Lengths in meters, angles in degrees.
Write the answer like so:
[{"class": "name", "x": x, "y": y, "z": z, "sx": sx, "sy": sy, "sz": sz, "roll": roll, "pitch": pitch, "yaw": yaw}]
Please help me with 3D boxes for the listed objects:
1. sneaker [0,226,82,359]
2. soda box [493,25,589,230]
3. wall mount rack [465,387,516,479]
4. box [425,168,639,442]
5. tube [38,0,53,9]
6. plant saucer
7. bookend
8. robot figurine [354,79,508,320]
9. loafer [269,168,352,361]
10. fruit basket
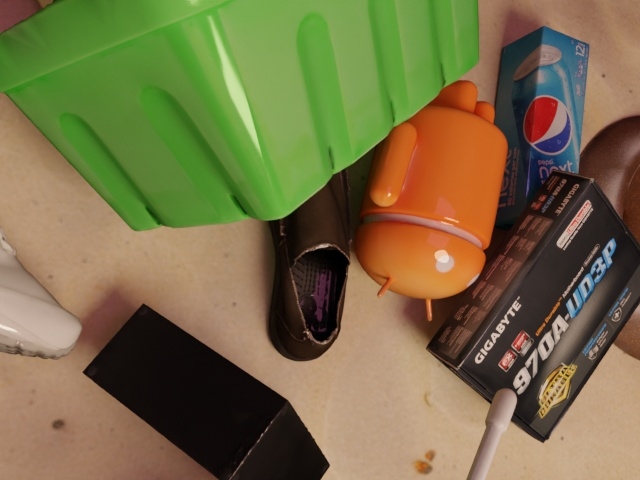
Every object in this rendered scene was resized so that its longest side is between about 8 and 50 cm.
[{"class": "sneaker", "x": -0.286, "y": -0.025, "z": 0.516, "sx": 0.297, "sy": 0.111, "sz": 0.129, "roll": 43, "pitch": 64, "yaw": -15}, {"class": "soda box", "x": 0.232, "y": -0.115, "z": 0.773, "sx": 0.067, "sy": 0.071, "sz": 0.210, "roll": 12, "pitch": 79, "yaw": -23}, {"class": "wall mount rack", "x": 0.018, "y": 0.256, "z": 0.545, "sx": 0.304, "sy": 0.350, "sz": 0.130, "roll": -12, "pitch": 54, "yaw": -23}, {"class": "box", "x": 0.227, "y": 0.068, "z": 0.710, "sx": 0.175, "sy": 0.051, "sz": 0.220, "roll": 42, "pitch": 82, "yaw": -34}, {"class": "tube", "x": -0.173, "y": -0.147, "z": 0.606, "sx": 0.062, "sy": 0.070, "sz": 0.240, "roll": -23, "pitch": 89, "yaw": 16}, {"class": "plant saucer", "x": 0.429, "y": -0.004, "z": 0.863, "sx": 0.311, "sy": 0.050, "sz": 0.310, "roll": 2, "pitch": 84, "yaw": -24}, {"class": "bookend", "x": -0.087, "y": 0.148, "z": 0.589, "sx": 0.157, "sy": 0.156, "sz": 0.072, "roll": 28, "pitch": 67, "yaw": 28}, {"class": "robot figurine", "x": 0.105, "y": -0.039, "z": 0.678, "sx": 0.128, "sy": 0.158, "sz": 0.219, "roll": 15, "pitch": 77, "yaw": 0}, {"class": "loafer", "x": 0.000, "y": 0.000, "z": 0.652, "sx": 0.080, "sy": 0.078, "sz": 0.219, "roll": 1, "pitch": 84, "yaw": -24}, {"class": "fruit basket", "x": -0.080, "y": -0.232, "z": 0.525, "sx": 0.392, "sy": 0.283, "sz": 0.391, "roll": 4, "pitch": 85, "yaw": -48}]
